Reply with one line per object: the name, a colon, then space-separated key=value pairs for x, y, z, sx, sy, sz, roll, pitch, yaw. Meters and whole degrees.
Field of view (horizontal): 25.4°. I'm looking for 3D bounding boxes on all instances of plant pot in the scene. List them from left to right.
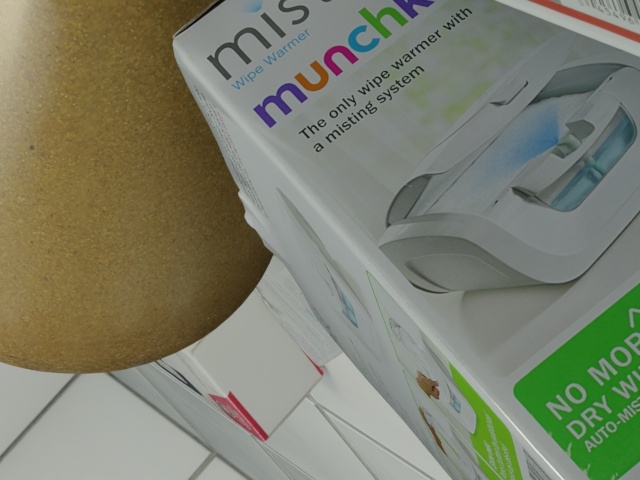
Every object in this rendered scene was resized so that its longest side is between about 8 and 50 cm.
plant pot: x=-0.115 y=-0.092 z=0.685 sx=0.237 sy=0.237 sz=0.254 roll=39 pitch=152 yaw=10

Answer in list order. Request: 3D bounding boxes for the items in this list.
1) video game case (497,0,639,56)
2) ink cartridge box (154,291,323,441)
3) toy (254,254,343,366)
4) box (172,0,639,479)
video game case: x=0.012 y=-0.154 z=0.324 sx=0.204 sy=0.025 sz=0.285 roll=33 pitch=166 yaw=42
ink cartridge box: x=-0.135 y=0.078 z=1.446 sx=0.237 sy=0.100 sz=0.172 roll=28 pitch=160 yaw=42
toy: x=0.000 y=0.000 z=0.941 sx=0.137 sy=0.056 sz=0.237 roll=49 pitch=161 yaw=1
box: x=0.081 y=0.026 z=0.559 sx=0.231 sy=0.127 sz=0.262 roll=49 pitch=173 yaw=30
